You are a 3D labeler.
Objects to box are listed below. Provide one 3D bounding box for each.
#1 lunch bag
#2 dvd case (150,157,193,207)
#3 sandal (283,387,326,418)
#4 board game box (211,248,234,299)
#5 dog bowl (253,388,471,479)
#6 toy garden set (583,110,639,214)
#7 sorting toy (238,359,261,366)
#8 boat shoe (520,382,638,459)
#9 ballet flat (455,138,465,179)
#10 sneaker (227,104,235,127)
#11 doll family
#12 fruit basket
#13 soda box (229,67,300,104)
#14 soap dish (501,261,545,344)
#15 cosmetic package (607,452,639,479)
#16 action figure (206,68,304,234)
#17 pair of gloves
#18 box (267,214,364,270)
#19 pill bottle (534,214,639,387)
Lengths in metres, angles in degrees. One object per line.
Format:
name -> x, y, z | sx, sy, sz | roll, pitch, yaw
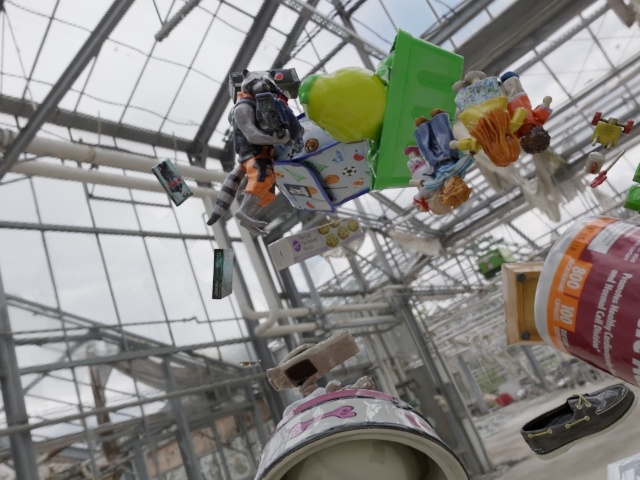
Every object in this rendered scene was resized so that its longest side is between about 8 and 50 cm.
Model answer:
lunch bag -> 0.013, -0.268, 1.821 | 0.385, 0.239, 0.328 | -22, -34, 11
dvd case -> -0.394, -0.156, 1.431 | 0.013, 0.120, 0.087 | -23, 18, 24
sandal -> -0.031, 0.523, 1.602 | 0.076, 0.102, 0.265 | -60, -21, 17
board game box -> -0.251, 0.084, 1.395 | 0.026, 0.126, 0.186 | 2, -1, -1
dog bowl -> 0.062, 0.457, 0.995 | 0.407, 0.408, 0.150 | -24, 23, 4
toy garden set -> 0.552, -0.127, 0.928 | 0.244, 0.203, 0.049 | -52, -27, -32
sorting toy -> -0.198, 0.343, 1.497 | 0.061, 0.012, 0.083 | -3, -15, -11
boat shoe -> 0.503, 0.344, 1.050 | 0.227, 0.069, 0.081 | -39, 5, 14
ballet flat -> 0.372, -0.335, 1.857 | 0.164, 0.182, 0.482 | -42, -31, 15
sneaker -> -0.215, -0.355, 1.653 | 0.108, 0.121, 0.302 | 40, -16, -35
doll family -> 0.206, -0.136, 0.788 | 0.118, 0.163, 0.263 | 16, -41, -41
fruit basket -> 0.130, -0.301, 1.280 | 0.391, 0.392, 0.283 | -24, 2, 3
soda box -> -0.138, -0.381, 1.327 | 0.168, 0.053, 0.060 | -10, -30, -18
soap dish -> 0.644, 0.169, 1.436 | 0.290, 0.229, 0.118 | -3, -3, 13
cosmetic package -> 0.833, 0.632, 1.083 | 0.230, 0.453, 0.161 | -45, -1, 36
action figure -> -0.138, -0.190, 1.073 | 0.178, 0.331, 0.341 | 4, -5, 8
pair of gloves -> 0.010, 0.317, 1.159 | 0.204, 0.042, 0.240 | -22, -59, -1
box -> 0.000, 0.000, 1.321 | 0.063, 0.067, 0.324 | -25, -4, 35
pill bottle -> 0.507, 0.113, 0.691 | 0.223, 0.224, 0.392 | -10, 20, -33
